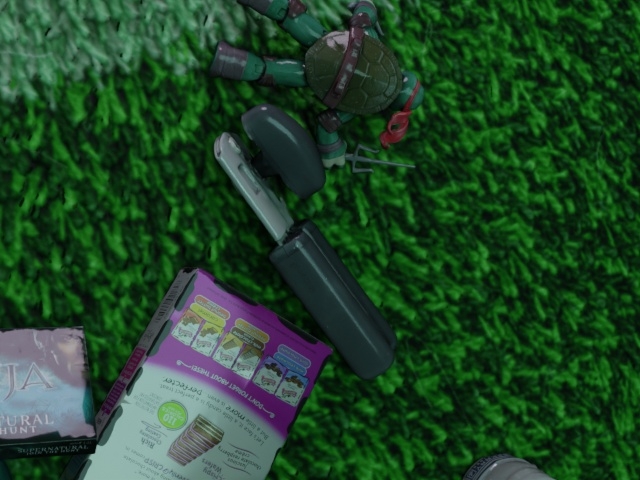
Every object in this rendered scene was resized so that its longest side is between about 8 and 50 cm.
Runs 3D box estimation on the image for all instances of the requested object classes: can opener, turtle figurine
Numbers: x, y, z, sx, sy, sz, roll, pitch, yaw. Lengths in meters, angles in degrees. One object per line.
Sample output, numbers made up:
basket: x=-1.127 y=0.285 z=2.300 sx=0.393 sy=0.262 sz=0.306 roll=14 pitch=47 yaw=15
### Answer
can opener: x=0.000 y=0.000 z=1.004 sx=0.095 sy=0.076 sz=0.283 roll=-33 pitch=102 yaw=18
turtle figurine: x=0.017 y=-0.169 z=1.017 sx=0.234 sy=0.118 sz=0.175 roll=22 pitch=80 yaw=-13

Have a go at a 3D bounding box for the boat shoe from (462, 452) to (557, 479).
boat shoe: x=0.276 y=0.392 z=1.062 sx=0.136 sy=0.156 sz=0.367 roll=-24 pitch=96 yaw=-20

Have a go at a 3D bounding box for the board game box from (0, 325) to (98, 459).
board game box: x=-0.292 y=0.130 z=0.889 sx=0.186 sy=0.026 sz=0.126 roll=0 pitch=46 yaw=-21

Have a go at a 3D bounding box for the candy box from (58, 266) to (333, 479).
candy box: x=-0.115 y=0.163 z=0.970 sx=0.159 sy=0.071 sz=0.233 roll=33 pitch=76 yaw=-17

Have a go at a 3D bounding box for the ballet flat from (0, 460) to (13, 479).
ballet flat: x=-0.288 y=0.382 z=0.876 sx=0.139 sy=0.139 sz=0.400 roll=-15 pitch=94 yaw=-21
